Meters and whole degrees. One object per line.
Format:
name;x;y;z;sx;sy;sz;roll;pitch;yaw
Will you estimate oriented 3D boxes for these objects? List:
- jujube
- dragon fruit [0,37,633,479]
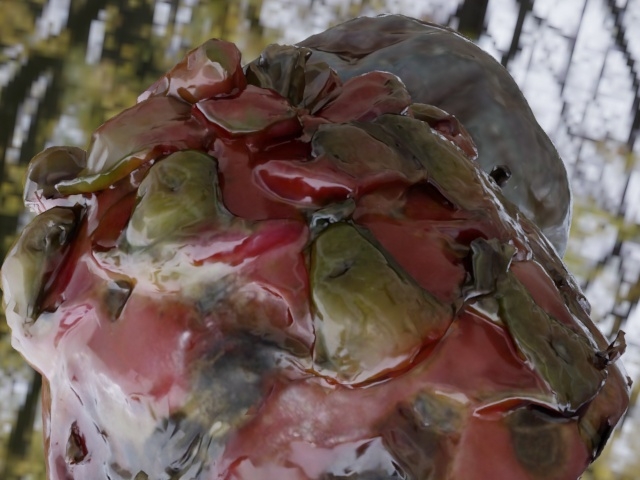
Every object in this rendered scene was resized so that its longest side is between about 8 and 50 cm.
jujube;0.000;0.000;1.133;0.317;0.226;0.226;-36;-140;-9
dragon fruit;-0.035;0.046;0.889;0.263;0.296;0.314;50;-175;-5
